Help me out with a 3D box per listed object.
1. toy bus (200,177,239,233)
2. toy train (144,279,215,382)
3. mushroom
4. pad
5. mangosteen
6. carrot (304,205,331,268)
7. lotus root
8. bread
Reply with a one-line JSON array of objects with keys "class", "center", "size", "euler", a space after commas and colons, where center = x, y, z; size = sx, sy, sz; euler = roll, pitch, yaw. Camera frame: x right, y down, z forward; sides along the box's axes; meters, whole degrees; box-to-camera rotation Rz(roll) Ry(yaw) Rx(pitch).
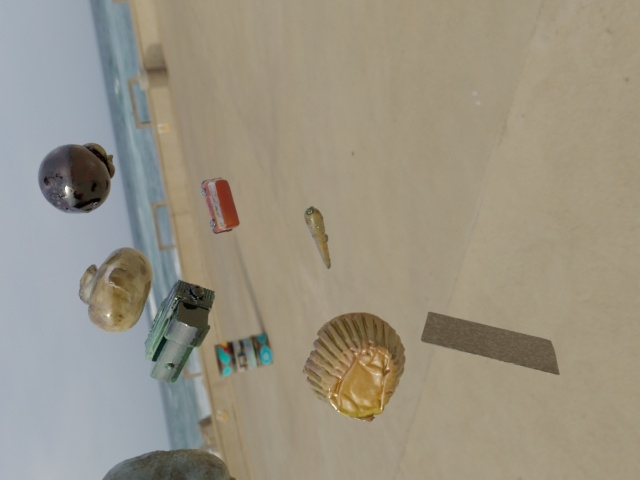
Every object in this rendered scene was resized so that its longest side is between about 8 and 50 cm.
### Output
[{"class": "toy bus", "center": [-0.309, -0.113, 2.085], "size": [0.077, 0.079, 0.174], "euler": [-15, 90, 48]}, {"class": "toy train", "center": [-0.425, 0.280, 1.992], "size": [0.330, 0.138, 0.178], "euler": [-60, 22, 28]}, {"class": "mushroom", "center": [-0.554, 0.131, 1.829], "size": [0.255, 0.184, 0.255], "euler": [25, -90, -87]}, {"class": "pad", "center": [0.301, 0.180, 1.201], "size": [0.158, 0.235, 0.003], "euler": [-44, -36, -71]}, {"class": "mangosteen", "center": [-0.640, -0.179, 1.798], "size": [0.194, 0.194, 0.230], "euler": [97, -164, -47]}, {"class": "carrot", "center": [0.000, 0.000, 1.757], "size": [0.254, 0.049, 0.049], "euler": [73, 175, -51]}, {"class": "lotus root", "center": [-0.354, 0.558, 1.512], "size": [0.175, 0.349, 0.175], "euler": [-177, 90, -70]}, {"class": "bread", "center": [0.097, 0.320, 1.719], "size": [0.149, 0.274, 0.274], "euler": [-150, 51, -74]}]
